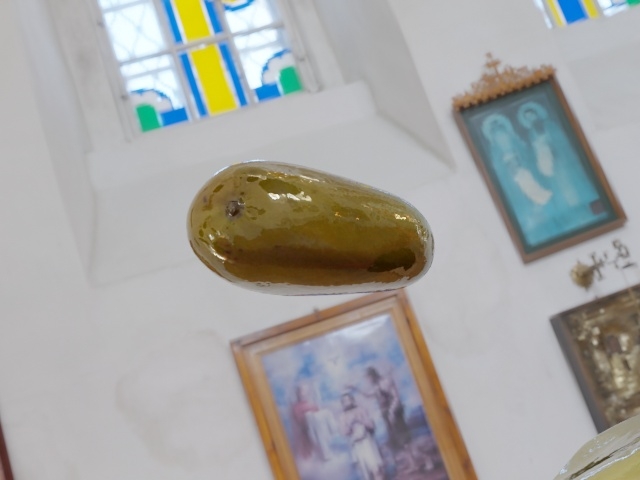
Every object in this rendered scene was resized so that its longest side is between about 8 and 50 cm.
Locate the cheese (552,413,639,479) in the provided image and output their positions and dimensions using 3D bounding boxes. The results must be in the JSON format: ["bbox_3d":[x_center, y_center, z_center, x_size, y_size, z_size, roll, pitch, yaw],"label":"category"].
[{"bbox_3d":[0.365,0.230,0.930,0.259,0.128,0.316,-31,-3,-44],"label":"cheese"}]

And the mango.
[{"bbox_3d":[0.000,0.000,0.838,0.251,0.114,0.156,15,-24,-26],"label":"mango"}]
